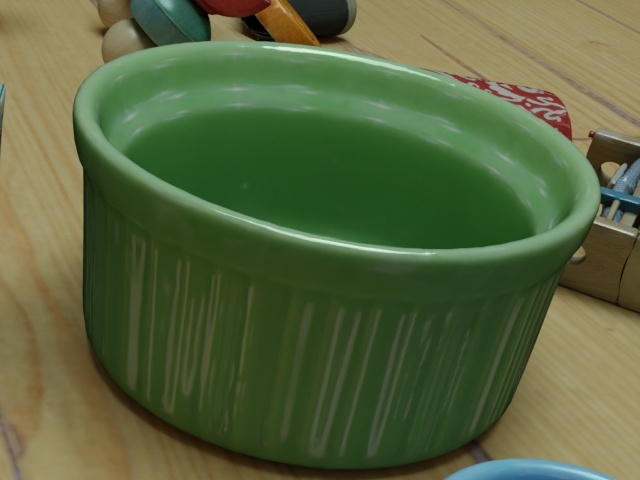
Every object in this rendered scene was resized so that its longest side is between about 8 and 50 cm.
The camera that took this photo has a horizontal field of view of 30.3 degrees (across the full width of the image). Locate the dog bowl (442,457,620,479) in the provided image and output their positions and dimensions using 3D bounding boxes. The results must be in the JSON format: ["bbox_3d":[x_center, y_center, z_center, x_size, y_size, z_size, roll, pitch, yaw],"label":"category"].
[{"bbox_3d":[0.146,0.190,0.466,0.166,0.074,0.297,-15,37,-42],"label":"dog bowl"}]

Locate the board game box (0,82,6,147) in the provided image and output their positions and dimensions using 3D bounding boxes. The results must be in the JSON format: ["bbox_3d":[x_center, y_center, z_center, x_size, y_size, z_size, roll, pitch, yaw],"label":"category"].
[{"bbox_3d":[-0.316,-0.012,0.616,0.275,0.144,0.142,6,26,-10],"label":"board game box"}]

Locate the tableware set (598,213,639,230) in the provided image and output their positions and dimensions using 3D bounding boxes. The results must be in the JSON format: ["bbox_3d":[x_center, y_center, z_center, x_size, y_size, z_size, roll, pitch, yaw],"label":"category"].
[{"bbox_3d":[0.312,-0.018,1.010,0.154,0.024,0.104,-18,35,-42],"label":"tableware set"}]

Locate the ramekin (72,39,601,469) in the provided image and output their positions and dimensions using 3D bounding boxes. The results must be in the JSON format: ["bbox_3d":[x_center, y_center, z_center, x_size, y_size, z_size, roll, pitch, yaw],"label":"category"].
[{"bbox_3d":[0.000,0.000,0.707,0.303,0.148,0.303,9,26,-4],"label":"ramekin"}]

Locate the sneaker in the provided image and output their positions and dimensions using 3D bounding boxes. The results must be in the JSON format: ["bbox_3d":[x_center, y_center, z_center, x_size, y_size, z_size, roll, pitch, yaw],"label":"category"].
[{"bbox_3d":[-0.074,-0.294,1.344,0.222,0.083,0.118,32,33,34],"label":"sneaker"}]

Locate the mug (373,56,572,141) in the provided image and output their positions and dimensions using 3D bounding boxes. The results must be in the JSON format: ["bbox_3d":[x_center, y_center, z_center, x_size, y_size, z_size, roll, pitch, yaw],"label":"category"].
[{"bbox_3d":[0.108,-0.101,0.984,0.169,0.113,0.150,2,51,-25],"label":"mug"}]

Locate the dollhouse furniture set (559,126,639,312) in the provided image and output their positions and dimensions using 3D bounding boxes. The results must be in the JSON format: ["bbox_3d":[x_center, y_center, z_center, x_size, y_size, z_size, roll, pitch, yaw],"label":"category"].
[{"bbox_3d":[0.248,-0.059,0.853,0.129,0.184,0.129,19,40,17],"label":"dollhouse furniture set"}]

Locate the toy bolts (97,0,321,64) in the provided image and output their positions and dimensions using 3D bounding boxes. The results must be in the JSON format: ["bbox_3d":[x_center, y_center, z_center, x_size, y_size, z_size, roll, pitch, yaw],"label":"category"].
[{"bbox_3d":[-0.123,-0.209,1.158,0.218,0.158,0.228,49,11,-13],"label":"toy bolts"}]
